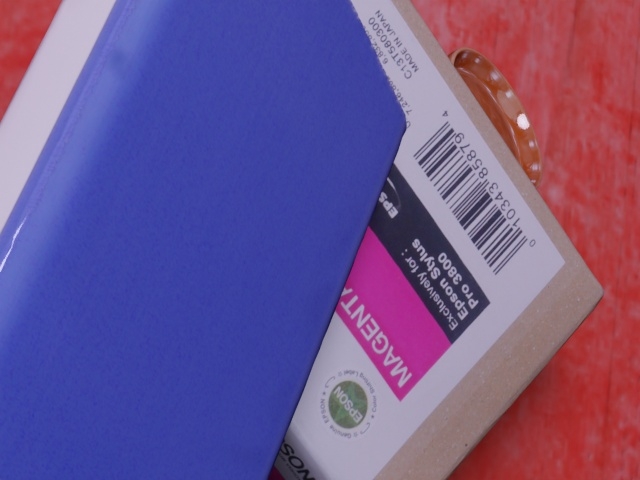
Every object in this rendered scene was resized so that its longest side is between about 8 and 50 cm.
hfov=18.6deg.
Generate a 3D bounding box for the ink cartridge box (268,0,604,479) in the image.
[{"bbox_3d":[0.000,0.000,0.930,0.193,0.088,0.234,-46,110,-29],"label":"ink cartridge box"}]

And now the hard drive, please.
[{"bbox_3d":[-0.061,0.021,0.729,0.318,0.040,0.210,-68,149,-28],"label":"hard drive"}]

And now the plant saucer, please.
[{"bbox_3d":[0.087,-0.061,1.016,0.083,0.013,0.083,40,35,-36],"label":"plant saucer"}]
